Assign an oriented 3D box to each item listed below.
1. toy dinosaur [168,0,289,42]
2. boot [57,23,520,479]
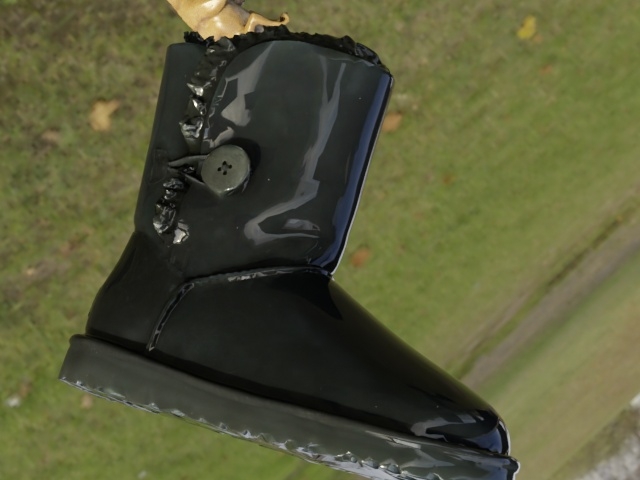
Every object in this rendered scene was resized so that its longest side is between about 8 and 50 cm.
[{"bbox_3d":[-0.095,-0.196,0.969,0.112,0.211,0.064,-51,-170,26],"label":"toy dinosaur"},{"bbox_3d":[0.000,0.000,0.585,0.094,0.246,0.207,36,69,-58],"label":"boot"}]
